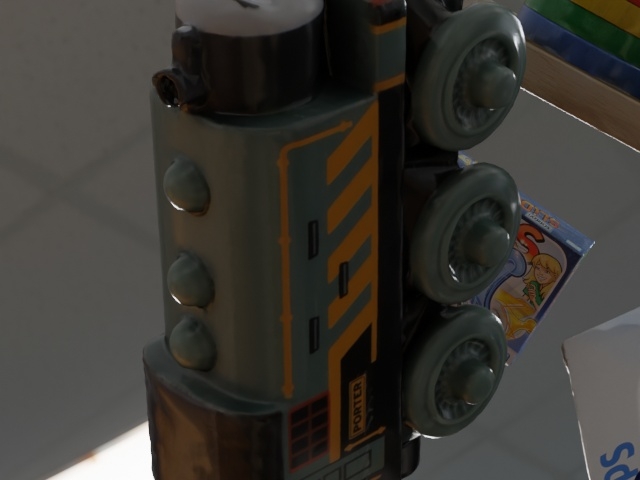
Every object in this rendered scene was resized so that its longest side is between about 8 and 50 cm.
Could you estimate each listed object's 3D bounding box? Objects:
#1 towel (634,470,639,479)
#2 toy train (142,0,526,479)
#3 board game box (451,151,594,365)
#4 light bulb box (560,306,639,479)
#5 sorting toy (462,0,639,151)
[{"bbox_3d":[0.288,0.128,0.739,0.227,0.308,0.076,-47,-50,8],"label":"towel"},{"bbox_3d":[0.000,0.000,0.940,0.190,0.142,0.333,-26,-51,-37],"label":"toy train"},{"bbox_3d":[0.118,-0.002,1.606,0.035,0.201,0.136,-40,-18,-55],"label":"board game box"},{"bbox_3d":[0.403,0.173,1.409,0.361,0.358,0.225,-26,-66,13],"label":"light bulb box"},{"bbox_3d":[0.218,-0.101,1.122,0.089,0.257,0.255,-61,4,12],"label":"sorting toy"}]
